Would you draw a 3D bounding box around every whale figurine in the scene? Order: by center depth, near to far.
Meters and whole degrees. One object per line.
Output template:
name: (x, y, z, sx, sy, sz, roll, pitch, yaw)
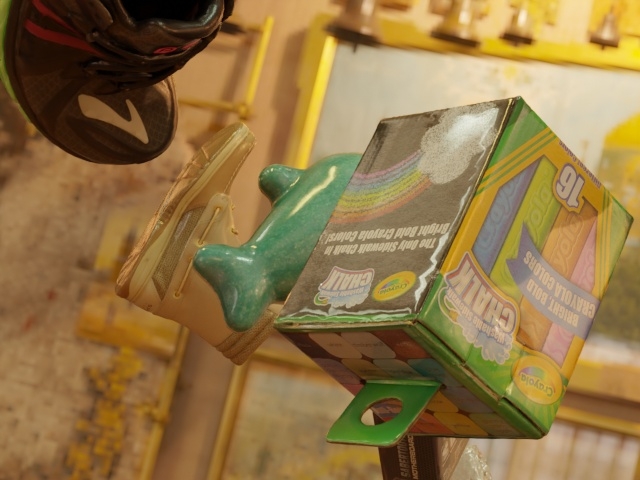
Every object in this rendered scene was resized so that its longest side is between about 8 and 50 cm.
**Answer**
whale figurine: (0.000, 0.000, 1.623, 0.272, 0.216, 0.141, -22, -15, -30)

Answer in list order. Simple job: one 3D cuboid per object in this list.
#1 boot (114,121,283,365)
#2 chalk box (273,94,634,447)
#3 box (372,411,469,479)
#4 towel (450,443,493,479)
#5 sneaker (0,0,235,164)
boot: (-0.106, 0.005, 1.861, 0.203, 0.262, 0.095, 33, -4, -16)
chalk box: (0.075, 0.040, 0.912, 0.132, 0.213, 0.132, 41, -27, -30)
box: (0.111, 0.076, 1.291, 0.059, 0.233, 0.183, 11, -47, 22)
towel: (0.142, 0.379, 1.621, 0.187, 0.282, 0.049, -32, -37, 19)
sneaker: (-0.188, -0.210, 1.390, 0.202, 0.185, 0.483, 41, -25, 22)
